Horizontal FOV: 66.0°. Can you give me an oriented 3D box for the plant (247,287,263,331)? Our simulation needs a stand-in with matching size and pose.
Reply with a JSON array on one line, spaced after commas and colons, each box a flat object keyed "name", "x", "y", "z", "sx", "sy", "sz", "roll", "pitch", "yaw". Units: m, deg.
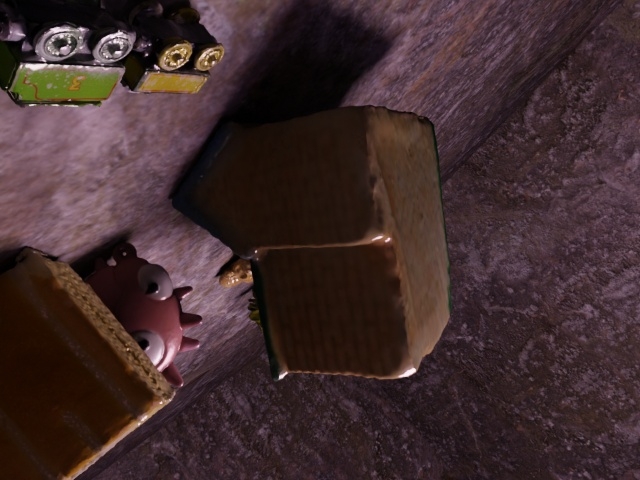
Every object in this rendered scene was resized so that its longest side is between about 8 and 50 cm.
[{"name": "plant", "x": -0.069, "y": 0.154, "z": 1.500, "sx": 0.306, "sy": 0.297, "sz": 0.261, "roll": -4, "pitch": 179, "yaw": 9}]

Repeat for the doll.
[{"name": "doll", "x": -0.279, "y": 0.134, "z": 0.709, "sx": 0.211, "sy": 0.262, "sz": 0.093, "roll": 7, "pitch": 172, "yaw": -19}]

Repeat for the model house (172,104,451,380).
[{"name": "model house", "x": 0.000, "y": 0.000, "z": 0.796, "sx": 0.343, "sy": 0.382, "sz": 0.334, "roll": -6, "pitch": -173, "yaw": 28}]

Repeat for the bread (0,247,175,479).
[{"name": "bread", "x": -0.349, "y": 0.173, "z": 0.585, "sx": 0.239, "sy": 0.246, "sz": 0.111, "roll": -39, "pitch": 179, "yaw": -11}]

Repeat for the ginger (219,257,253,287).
[{"name": "ginger", "x": -0.144, "y": 0.049, "z": 1.187, "sx": 0.205, "sy": 0.081, "sz": 0.115, "roll": -29, "pitch": 158, "yaw": -31}]

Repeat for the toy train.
[{"name": "toy train", "x": -0.164, "y": -0.153, "z": 0.401, "sx": 0.081, "sy": 0.060, "sz": 0.202, "roll": -40, "pitch": 172, "yaw": 33}]
